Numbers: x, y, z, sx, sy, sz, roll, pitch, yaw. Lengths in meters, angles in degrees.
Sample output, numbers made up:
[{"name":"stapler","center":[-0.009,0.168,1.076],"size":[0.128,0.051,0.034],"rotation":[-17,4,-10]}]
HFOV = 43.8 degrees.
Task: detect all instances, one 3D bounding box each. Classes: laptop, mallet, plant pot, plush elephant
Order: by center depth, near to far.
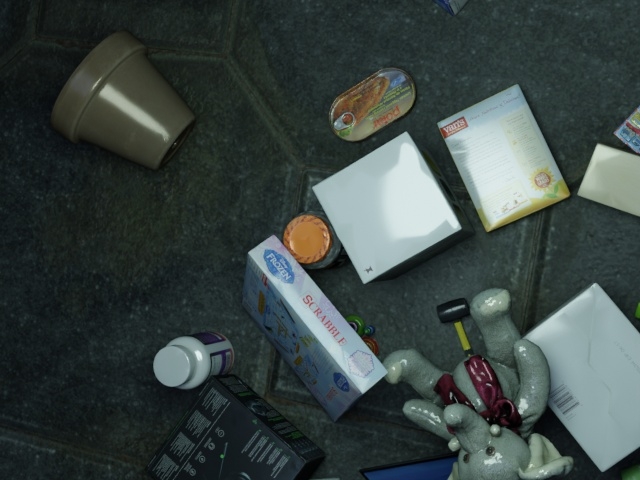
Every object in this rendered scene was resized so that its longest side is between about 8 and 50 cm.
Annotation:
[{"name":"plush elephant","center":[0.265,0.300,1.304],"size":[0.272,0.255,0.330],"rotation":[-31,103,22]},{"name":"laptop","center":[0.228,0.530,1.512],"size":[0.235,0.136,0.264],"rotation":[-15,84,16]},{"name":"mallet","center":[0.294,0.202,1.557],"size":[0.062,0.039,0.189],"rotation":[-28,86,12]},{"name":"plant pot","center":[-0.395,-0.271,1.683],"size":[0.229,0.263,0.263],"rotation":[36,99,-5]}]

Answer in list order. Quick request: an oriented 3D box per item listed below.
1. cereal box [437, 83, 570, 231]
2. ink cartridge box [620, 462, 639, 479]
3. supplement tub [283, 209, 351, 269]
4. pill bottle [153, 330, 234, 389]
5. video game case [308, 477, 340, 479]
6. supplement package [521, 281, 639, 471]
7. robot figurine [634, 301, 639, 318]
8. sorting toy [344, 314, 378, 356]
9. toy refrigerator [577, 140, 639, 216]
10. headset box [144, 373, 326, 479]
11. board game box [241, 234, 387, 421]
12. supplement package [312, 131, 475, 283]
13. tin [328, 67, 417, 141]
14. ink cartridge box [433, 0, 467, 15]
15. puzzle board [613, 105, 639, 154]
[{"name":"cereal box","center":[0.352,-0.157,1.539],"size":[0.173,0.047,0.240],"rotation":[-24,82,14]},{"name":"ink cartridge box","center":[0.734,0.439,1.372],"size":[0.354,0.119,0.207],"rotation":[-28,81,14]},{"name":"supplement tub","center":[0.000,0.000,1.565],"size":[0.117,0.190,0.116],"rotation":[-1,88,17]},{"name":"pill bottle","center":[-0.261,0.247,1.634],"size":[0.108,0.193,0.108],"rotation":[-1,88,17]},{"name":"video game case","center":[-0.042,0.604,1.649],"size":[0.194,0.023,0.212],"rotation":[-8,86,16]},{"name":"supplement package","center":[0.498,0.238,1.434],"size":[0.204,0.145,0.261],"rotation":[-40,78,11]},{"name":"robot figurine","center":[0.626,0.133,1.440],"size":[0.101,0.067,0.115],"rotation":[3,89,10]},{"name":"sorting toy","center":[0.081,0.195,1.613],"size":[0.061,0.042,0.102],"rotation":[-39,78,12]},{"name":"toy refrigerator","center":[0.615,-0.088,1.435],"size":[0.270,0.094,0.102],"rotation":[21,106,17]},{"name":"headset box","center":[-0.165,0.455,1.615],"size":[0.283,0.131,0.246],"rotation":[36,95,20]},{"name":"board game box","center":[-0.026,0.178,1.512],"size":[0.066,0.318,0.318],"rotation":[-36,78,-19]},{"name":"supplement package","center":[0.147,-0.054,1.485],"size":[0.198,0.263,0.199],"rotation":[-30,81,14]},{"name":"tin","center":[0.108,-0.273,1.621],"size":[0.190,0.040,0.106],"rotation":[-29,77,14]},{"name":"ink cartridge box","center":[0.265,-0.593,1.460],"size":[0.151,0.270,0.395],"rotation":[42,100,15]},{"name":"puzzle board","center":[0.628,-0.194,1.477],"size":[0.128,0.011,0.096],"rotation":[44,101,12]}]
